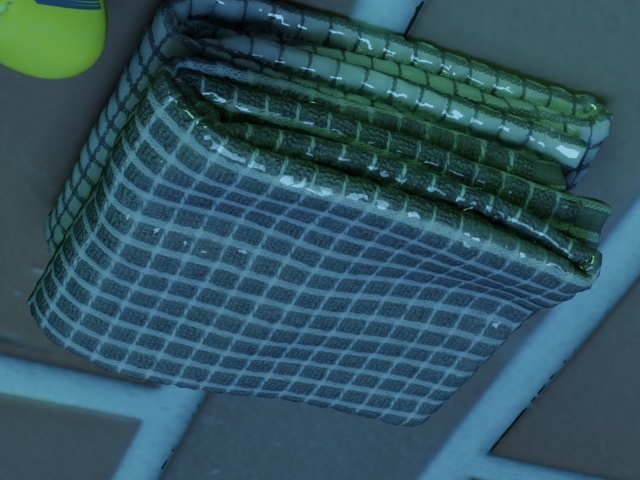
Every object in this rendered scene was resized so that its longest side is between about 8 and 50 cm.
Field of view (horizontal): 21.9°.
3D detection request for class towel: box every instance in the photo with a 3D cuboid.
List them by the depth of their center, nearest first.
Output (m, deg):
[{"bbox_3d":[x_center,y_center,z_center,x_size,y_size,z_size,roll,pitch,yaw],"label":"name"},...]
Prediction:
[{"bbox_3d":[0.000,0.000,0.947,0.283,0.121,0.235,16,139,-18],"label":"towel"}]

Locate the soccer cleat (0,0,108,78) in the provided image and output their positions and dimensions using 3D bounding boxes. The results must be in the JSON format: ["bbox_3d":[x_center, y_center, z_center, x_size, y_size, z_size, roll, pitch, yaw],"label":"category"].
[{"bbox_3d":[-0.188,-0.159,0.754,0.093,0.121,0.289,-13,139,16],"label":"soccer cleat"}]
